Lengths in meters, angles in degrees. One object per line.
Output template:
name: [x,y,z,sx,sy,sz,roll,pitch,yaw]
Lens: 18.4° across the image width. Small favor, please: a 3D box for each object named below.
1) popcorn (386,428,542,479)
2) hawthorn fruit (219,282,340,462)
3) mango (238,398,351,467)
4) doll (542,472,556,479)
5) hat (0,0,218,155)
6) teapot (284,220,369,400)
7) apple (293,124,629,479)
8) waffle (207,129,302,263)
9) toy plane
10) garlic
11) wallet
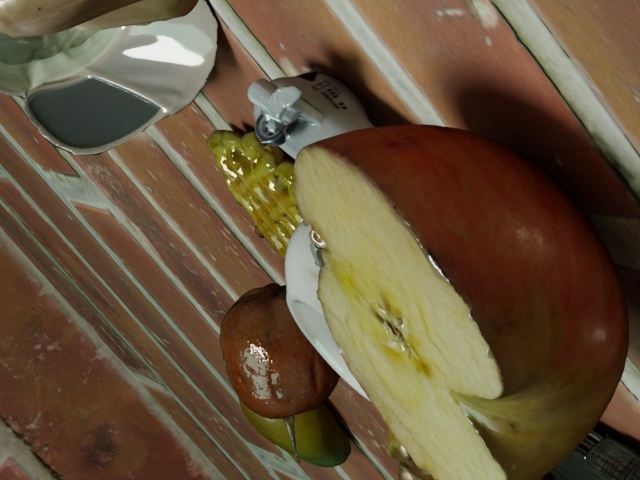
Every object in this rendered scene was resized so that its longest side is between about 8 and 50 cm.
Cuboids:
popcorn: [0.135,0.191,1.888,0.148,0.152,0.167,-24,111,46]
hawthorn fruit: [-0.042,0.133,2.141,0.149,0.189,0.149,5,164,1]
mango: [-0.033,0.231,2.589,0.194,0.092,0.130,42,167,-27]
doll: [0.199,0.281,1.976,0.134,0.106,0.186,-48,67,34]
hat: [-0.219,-0.213,1.746,0.275,0.161,0.232,16,134,15]
teapot: [0.070,0.060,1.693,0.298,0.139,0.204,50,164,-8]
apple: [0.116,0.031,1.414,0.251,0.163,0.293,48,157,34]
waffle: [-0.001,0.001,1.903,0.291,0.051,0.291,43,164,16]
toy plane: [0.014,-0.081,1.563,0.174,0.080,0.174,34,-178,-1]
garlic: [-0.157,-0.214,1.407,0.217,0.228,0.110,-27,87,56]
wallet: [0.299,0.238,1.723,0.169,0.044,0.317,50,168,-33]
